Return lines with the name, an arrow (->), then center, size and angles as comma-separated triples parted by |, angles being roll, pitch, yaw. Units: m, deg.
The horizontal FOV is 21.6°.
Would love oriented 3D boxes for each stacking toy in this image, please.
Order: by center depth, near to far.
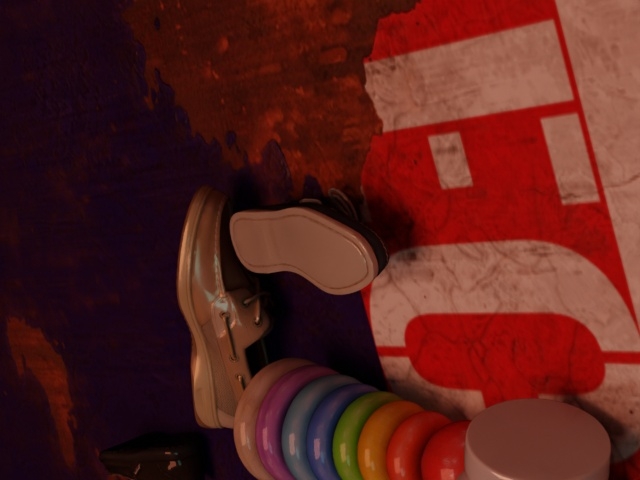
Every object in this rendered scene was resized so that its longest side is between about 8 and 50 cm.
stacking toy -> 0.059, 0.209, 1.680 | 0.330, 0.141, 0.141 | 9, 114, 51

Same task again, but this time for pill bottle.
pill bottle -> 0.185, 0.283, 1.497 | 0.153, 0.153, 0.264 | 34, 133, 44

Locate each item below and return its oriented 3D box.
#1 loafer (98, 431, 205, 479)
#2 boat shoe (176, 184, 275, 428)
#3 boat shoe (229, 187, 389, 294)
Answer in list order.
loafer -> -0.222, 0.300, 2.204 | 0.220, 0.080, 0.078 | -11, 97, 58
boat shoe -> -0.096, 0.079, 1.885 | 0.098, 0.109, 0.302 | 4, 116, 14
boat shoe -> 0.000, 0.000, 1.697 | 0.254, 0.079, 0.095 | 0, 109, 60
